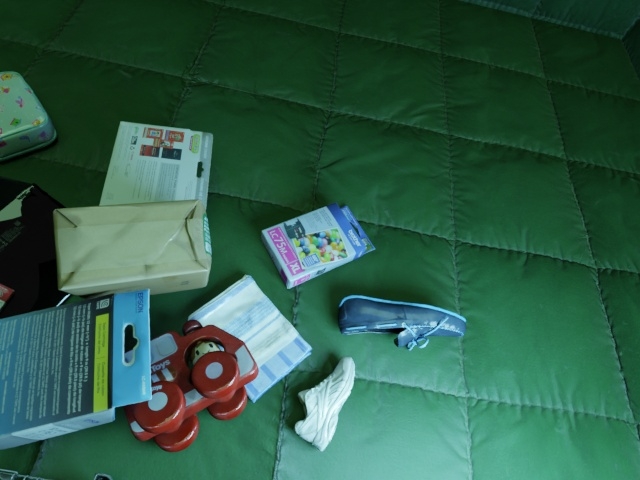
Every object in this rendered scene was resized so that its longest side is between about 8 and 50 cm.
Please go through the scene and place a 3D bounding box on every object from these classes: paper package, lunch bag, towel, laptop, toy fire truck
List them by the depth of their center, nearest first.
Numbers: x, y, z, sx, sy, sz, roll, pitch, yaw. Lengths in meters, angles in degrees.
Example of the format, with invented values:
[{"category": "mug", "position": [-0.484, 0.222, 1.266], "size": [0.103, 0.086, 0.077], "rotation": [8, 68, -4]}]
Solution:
[{"category": "toy fire truck", "position": [-0.314, 0.305, 0.991], "size": [0.303, 0.169, 0.254], "rotation": [-27, 54, -21]}, {"category": "paper package", "position": [-0.420, 0.034, 1.020], "size": [0.310, 0.325, 0.167], "rotation": [-7, 79, -16]}, {"category": "laptop", "position": [-0.851, 0.047, 1.118], "size": [0.408, 0.236, 0.381], "rotation": [43, 57, -18]}, {"category": "towel", "position": [-0.184, 0.244, 1.125], "size": [0.209, 0.034, 0.285], "rotation": [-35, 72, -26]}, {"category": "lunch bag", "position": [-0.961, -0.376, 1.295], "size": [0.224, 0.107, 0.279], "rotation": [-33, 70, -23]}]

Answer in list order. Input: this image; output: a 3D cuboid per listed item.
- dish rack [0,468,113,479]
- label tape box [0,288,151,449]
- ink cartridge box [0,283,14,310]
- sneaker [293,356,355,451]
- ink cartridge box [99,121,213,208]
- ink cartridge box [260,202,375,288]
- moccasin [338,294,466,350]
[{"category": "dish rack", "position": [-0.565, 0.545, 0.813], "size": [0.272, 0.074, 0.208], "rotation": [16, 44, -10]}, {"category": "label tape box", "position": [-0.516, 0.263, 0.902], "size": [0.349, 0.115, 0.248], "rotation": [-12, 60, -6]}, {"category": "ink cartridge box", "position": [-0.776, 0.150, 0.958], "size": [0.099, 0.056, 0.135], "rotation": [35, 59, -24]}, {"category": "sneaker", "position": [0.007, 0.378, 1.053], "size": [0.116, 0.090, 0.232], "rotation": [24, 57, 7]}, {"category": "ink cartridge box", "position": [-0.463, -0.181, 1.265], "size": [0.272, 0.130, 0.309], "rotation": [4, 59, -11]}, {"category": "ink cartridge box", "position": [0.000, 0.000, 1.292], "size": [0.312, 0.065, 0.185], "rotation": [-21, 66, -24]}, {"category": "moccasin", "position": [0.216, 0.238, 1.169], "size": [0.343, 0.137, 0.116], "rotation": [6, 62, 9]}]
